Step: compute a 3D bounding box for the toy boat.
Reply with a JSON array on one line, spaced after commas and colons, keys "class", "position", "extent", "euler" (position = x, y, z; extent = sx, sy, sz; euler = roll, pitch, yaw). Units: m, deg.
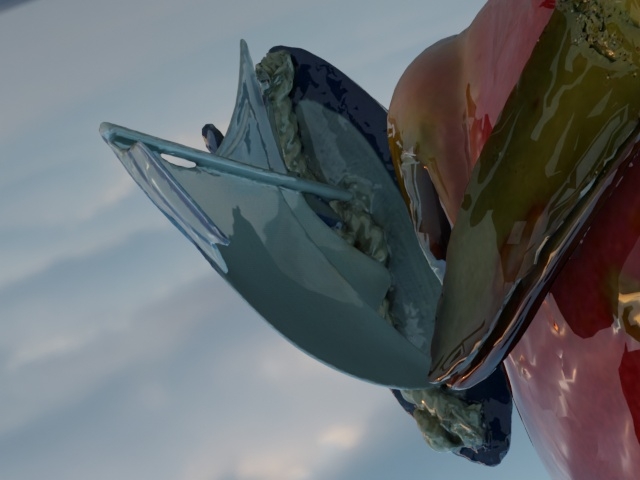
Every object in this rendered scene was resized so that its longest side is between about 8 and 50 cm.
[{"class": "toy boat", "position": [-0.006, -0.021, 0.866], "extent": [0.070, 0.291, 0.210], "euler": [-35, -132, 17]}]

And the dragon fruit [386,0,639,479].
[{"class": "dragon fruit", "position": [0.156, 0.036, 0.543], "extent": [0.305, 0.226, 0.305], "euler": [23, -164, -7]}]
